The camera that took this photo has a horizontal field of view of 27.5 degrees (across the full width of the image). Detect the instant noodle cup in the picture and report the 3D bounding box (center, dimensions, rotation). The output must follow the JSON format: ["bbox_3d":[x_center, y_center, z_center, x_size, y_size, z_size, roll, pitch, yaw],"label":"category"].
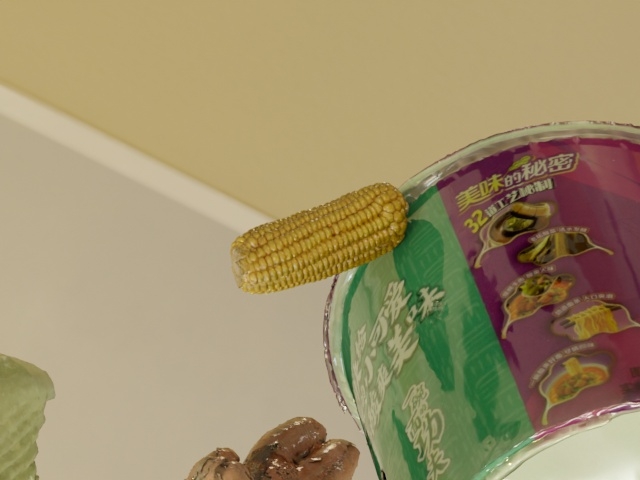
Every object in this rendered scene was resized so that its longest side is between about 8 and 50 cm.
[{"bbox_3d":[0.130,0.095,0.620,0.251,0.251,0.190,-53,21,24],"label":"instant noodle cup"}]

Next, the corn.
[{"bbox_3d":[0.000,0.000,0.623,0.037,0.092,0.037,53,153,42],"label":"corn"}]

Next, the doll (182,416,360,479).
[{"bbox_3d":[-0.072,0.274,1.442,0.303,0.201,0.156,-42,-38,-42],"label":"doll"}]

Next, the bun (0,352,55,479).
[{"bbox_3d":[-0.234,0.175,0.830,0.126,0.204,0.213,0,89,23],"label":"bun"}]
